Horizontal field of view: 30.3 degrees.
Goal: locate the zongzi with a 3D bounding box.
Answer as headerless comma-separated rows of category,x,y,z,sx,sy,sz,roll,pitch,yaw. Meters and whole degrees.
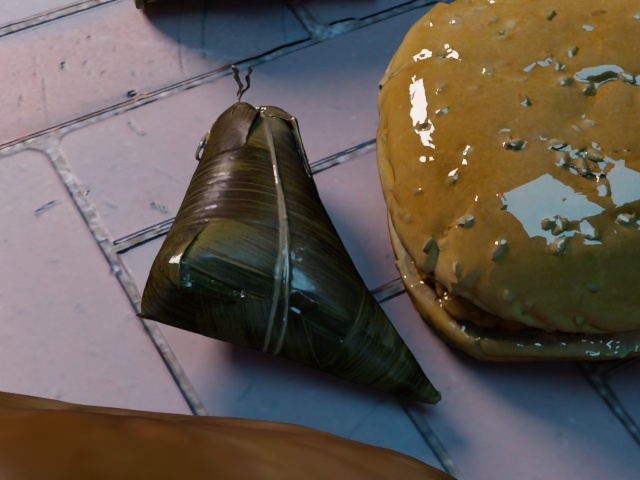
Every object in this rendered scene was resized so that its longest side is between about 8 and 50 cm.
zongzi,0.000,0.000,0.735,0.184,0.084,0.187,20,48,-6

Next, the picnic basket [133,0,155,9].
picnic basket,-0.055,-0.261,0.890,0.196,0.134,0.154,-7,54,-10

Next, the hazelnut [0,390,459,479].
hazelnut,-0.117,0.203,0.405,0.409,0.359,0.359,0,52,7

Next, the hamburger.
hamburger,0.177,-0.052,0.729,0.283,0.144,0.259,-9,54,-6
